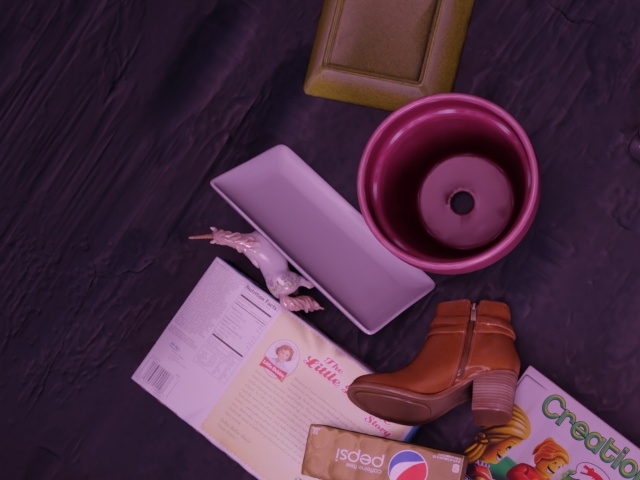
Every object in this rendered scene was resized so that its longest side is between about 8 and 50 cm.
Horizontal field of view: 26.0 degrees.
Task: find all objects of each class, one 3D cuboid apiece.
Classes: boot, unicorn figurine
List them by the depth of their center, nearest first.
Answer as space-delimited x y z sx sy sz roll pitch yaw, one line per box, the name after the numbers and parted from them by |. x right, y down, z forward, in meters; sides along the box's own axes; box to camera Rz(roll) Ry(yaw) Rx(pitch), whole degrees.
0.132 0.135 1.609 0.197 0.073 0.152 6 55 0 | boot
-0.062 0.020 1.674 0.162 0.111 0.060 47 127 25 | unicorn figurine

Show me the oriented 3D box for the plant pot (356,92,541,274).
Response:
0.157 -0.056 1.593 0.201 0.180 0.201 -2 83 14 | plant pot

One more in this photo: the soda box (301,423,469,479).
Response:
0.073 0.256 1.577 0.181 0.058 0.061 10 84 14 | soda box

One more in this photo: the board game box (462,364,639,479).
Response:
0.293 0.304 1.537 0.305 0.053 0.193 38 93 34 | board game box

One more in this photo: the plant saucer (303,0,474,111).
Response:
0.082 -0.258 1.705 0.188 0.045 0.188 13 86 14 | plant saucer

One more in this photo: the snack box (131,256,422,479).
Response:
-0.049 0.187 1.675 0.322 0.060 0.187 36 92 15 | snack box

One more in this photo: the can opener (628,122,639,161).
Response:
0.495 -0.067 1.584 0.283 0.076 0.095 36 60 15 | can opener

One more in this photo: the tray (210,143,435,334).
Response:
0.000 0.000 1.666 0.270 0.145 0.030 43 134 14 | tray
